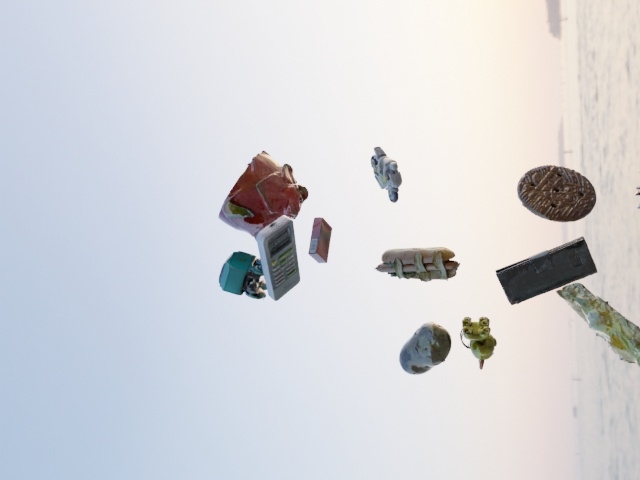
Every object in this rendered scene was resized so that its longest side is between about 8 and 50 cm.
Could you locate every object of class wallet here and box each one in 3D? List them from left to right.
[{"bbox_3d":[0.801,0.114,1.709,0.169,0.317,0.044,57,-160,-23],"label":"wallet"}]

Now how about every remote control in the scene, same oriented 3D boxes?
[{"bbox_3d":[-0.104,0.051,1.231,0.103,0.034,0.250,-38,-35,-29],"label":"remote control"}]

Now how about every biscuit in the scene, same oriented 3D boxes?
[{"bbox_3d":[0.591,-0.122,1.206,0.027,0.187,0.188,82,-159,-53],"label":"biscuit"}]

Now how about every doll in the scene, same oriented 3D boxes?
[{"bbox_3d":[0.618,0.400,1.878,0.143,0.135,0.221,-80,-22,-47],"label":"doll"}]

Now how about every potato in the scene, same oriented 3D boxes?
[{"bbox_3d":[0.406,0.423,1.876,0.164,0.262,0.165,18,-134,-19],"label":"potato"}]

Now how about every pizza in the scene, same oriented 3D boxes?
[{"bbox_3d":[0.616,0.205,0.964,0.280,0.075,0.288,39,-167,-4],"label":"pizza"}]

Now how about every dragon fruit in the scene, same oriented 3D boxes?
[{"bbox_3d":[-0.182,-0.130,1.637,0.225,0.305,0.305,33,-136,-3],"label":"dragon fruit"}]

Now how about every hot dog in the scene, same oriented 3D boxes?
[{"bbox_3d":[0.291,0.073,1.456,0.072,0.269,0.109,-54,-49,-46],"label":"hot dog"}]

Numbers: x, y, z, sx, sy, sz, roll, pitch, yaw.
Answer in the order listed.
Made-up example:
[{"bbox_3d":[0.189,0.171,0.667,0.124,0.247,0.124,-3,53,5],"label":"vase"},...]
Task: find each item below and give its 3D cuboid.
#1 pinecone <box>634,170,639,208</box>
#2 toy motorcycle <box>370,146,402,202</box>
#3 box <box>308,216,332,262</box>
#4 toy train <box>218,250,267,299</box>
[{"bbox_3d":[1.115,-0.109,1.452,0.242,0.298,0.296,115,146,-69],"label":"pinecone"},{"bbox_3d":[0.254,-0.260,1.837,0.151,0.074,0.229,106,146,-60],"label":"toy motorcycle"},{"bbox_3d":[-0.001,0.000,2.103,0.112,0.048,0.175,45,-132,-53],"label":"box"},{"bbox_3d":[-0.229,0.106,1.496,0.198,0.154,0.107,-82,9,-75],"label":"toy train"}]
